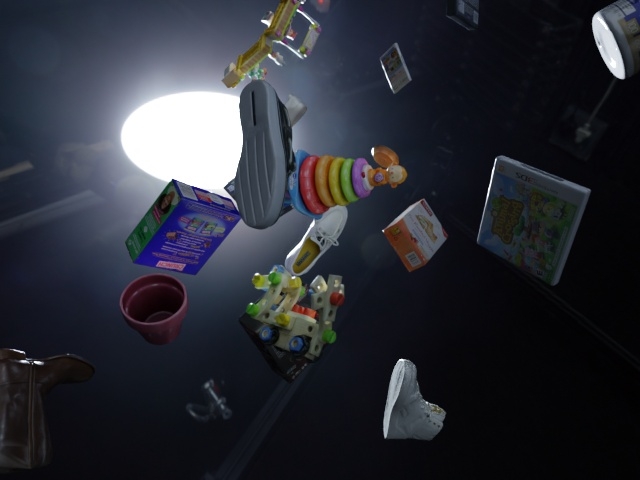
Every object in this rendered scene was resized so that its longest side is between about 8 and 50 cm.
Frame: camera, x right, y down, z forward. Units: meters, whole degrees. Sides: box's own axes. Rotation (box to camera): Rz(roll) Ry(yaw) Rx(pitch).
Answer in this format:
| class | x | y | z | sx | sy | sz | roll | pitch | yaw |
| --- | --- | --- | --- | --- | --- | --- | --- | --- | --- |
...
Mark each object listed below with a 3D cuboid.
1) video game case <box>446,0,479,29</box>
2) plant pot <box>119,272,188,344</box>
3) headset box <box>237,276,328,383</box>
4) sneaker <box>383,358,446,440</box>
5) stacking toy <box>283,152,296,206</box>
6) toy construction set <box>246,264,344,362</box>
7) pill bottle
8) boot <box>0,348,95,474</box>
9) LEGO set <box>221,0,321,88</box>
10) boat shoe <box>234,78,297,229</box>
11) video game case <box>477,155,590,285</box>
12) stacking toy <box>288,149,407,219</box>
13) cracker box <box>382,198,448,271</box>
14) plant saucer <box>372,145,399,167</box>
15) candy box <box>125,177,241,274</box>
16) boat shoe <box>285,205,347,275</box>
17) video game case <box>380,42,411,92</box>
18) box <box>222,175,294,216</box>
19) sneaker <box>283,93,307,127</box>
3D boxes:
| class | x | y | z | sx | sy | sz | roll | pitch | yaw |
| --- | --- | --- | --- | --- | --- | --- | --- | --- | --- |
| video game case | 0.300 | -0.595 | 0.984 | 0.026 | 0.274 | 0.196 | 5 | -164 | 29 |
| plant pot | -0.524 | 0.236 | 1.534 | 0.202 | 0.180 | 0.201 | 4 | -134 | -4 |
| headset box | -0.108 | 0.270 | 1.510 | 0.218 | 0.293 | 0.110 | -42 | -142 | -24 |
| sneaker | 0.292 | 0.477 | 1.417 | 0.169 | 0.292 | 0.108 | 5 | -151 | -1 |
| stacking toy | -0.152 | -0.136 | 1.510 | 0.141 | 0.330 | 0.141 | 19 | -125 | -29 |
| toy construction set | -0.053 | 0.165 | 1.152 | 0.151 | 0.328 | 0.214 | 32 | -108 | -31 |
| pill bottle | 0.516 | -0.330 | 0.694 | 0.187 | 0.112 | 0.111 | -25 | -138 | 23 |
| boot | -0.246 | 0.156 | 0.428 | 0.106 | 0.037 | 0.114 | 25 | -157 | -49 |
| LEGO set | -0.098 | -0.437 | 1.079 | 0.107 | 0.287 | 0.132 | 26 | -161 | -38 |
| boat shoe | -0.098 | -0.176 | 0.998 | 0.121 | 0.119 | 0.334 | -13 | -112 | 34 |
| video game case | 0.417 | -0.042 | 0.964 | 0.023 | 0.212 | 0.193 | -20 | -142 | -29 |
| stacking toy | 0.080 | -0.157 | 1.256 | 0.302 | 0.166 | 0.175 | -3 | -101 | 27 |
| cracker box | 0.309 | -0.022 | 1.520 | 0.155 | 0.067 | 0.232 | 56 | -141 | -3 |
| plant saucer | 0.173 | -0.221 | 1.288 | 0.084 | 0.083 | 0.015 | 27 | -112 | 18 |
| candy box | -0.487 | -0.037 | 1.704 | 0.268 | 0.317 | 0.122 | 19 | -151 | -49 |
| boat shoe | -0.008 | -0.004 | 1.933 | 0.136 | 0.156 | 0.367 | 42 | -95 | -12 |
| video game case | 0.230 | -0.528 | 1.465 | 0.011 | 0.087 | 0.121 | -21 | -92 | -27 |
| box | -0.205 | -0.213 | 1.935 | 0.242 | 0.308 | 0.076 | 48 | -148 | -19 |
| sneaker | -0.148 | -0.413 | 1.656 | 0.094 | 0.080 | 0.212 | 44 | -87 | 9 |
